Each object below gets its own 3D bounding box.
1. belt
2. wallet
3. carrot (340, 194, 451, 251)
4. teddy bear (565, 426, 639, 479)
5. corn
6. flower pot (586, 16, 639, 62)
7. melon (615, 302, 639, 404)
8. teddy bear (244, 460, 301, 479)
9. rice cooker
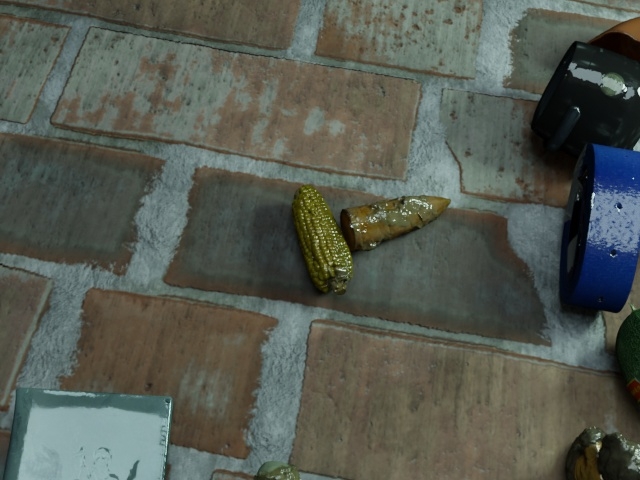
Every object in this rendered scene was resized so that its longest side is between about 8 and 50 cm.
[{"bbox_3d":[0.577,-0.026,1.801,0.117,0.212,0.346,10,74,4],"label":"belt"},{"bbox_3d":[-0.421,0.394,1.582,0.291,0.054,0.251,6,63,-6],"label":"wallet"},{"bbox_3d":[0.165,-0.051,1.873,0.263,0.102,0.101,-15,61,-19],"label":"carrot"},{"bbox_3d":[0.522,0.412,1.553,0.140,0.190,0.177,-34,72,-28],"label":"teddy bear"},{"bbox_3d":[0.000,0.000,1.822,0.097,0.097,0.261,-14,60,-12],"label":"corn"},{"bbox_3d":[0.745,-0.442,2.098,0.191,0.190,0.173,38,52,18],"label":"flower pot"},{"bbox_3d":[0.669,0.239,1.671,0.182,0.182,0.287,-16,62,-13],"label":"melon"},{"bbox_3d":[-0.142,0.501,1.477,0.256,0.156,0.267,-4,20,-7],"label":"teddy bear"},{"bbox_3d":[0.607,-0.295,1.944,0.225,0.267,0.267,26,60,2],"label":"rice cooker"}]
